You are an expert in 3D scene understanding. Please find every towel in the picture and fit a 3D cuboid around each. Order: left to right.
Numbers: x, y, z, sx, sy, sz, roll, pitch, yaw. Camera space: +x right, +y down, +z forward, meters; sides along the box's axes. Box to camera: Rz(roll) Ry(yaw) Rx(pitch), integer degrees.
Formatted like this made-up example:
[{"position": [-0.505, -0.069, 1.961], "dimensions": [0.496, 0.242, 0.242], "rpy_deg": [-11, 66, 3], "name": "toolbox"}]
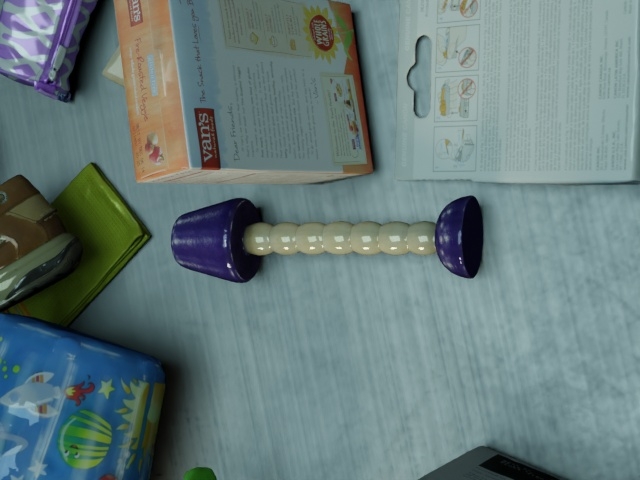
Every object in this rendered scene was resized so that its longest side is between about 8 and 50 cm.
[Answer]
[{"position": [-0.274, 0.039, 1.281], "dimensions": [0.237, 0.021, 0.102], "rpy_deg": [-45, 75, 15], "name": "towel"}]

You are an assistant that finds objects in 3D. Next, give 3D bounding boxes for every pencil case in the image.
[{"position": [-0.249, -0.238, 1.239], "dimensions": [0.088, 0.086, 0.206], "rpy_deg": [29, 103, 55], "name": "pencil case"}]

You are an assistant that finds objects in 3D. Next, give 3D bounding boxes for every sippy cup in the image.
[{"position": [-0.247, 0.190, 1.171], "dimensions": [0.305, 0.240, 0.224], "rpy_deg": [19, 85, -8], "name": "sippy cup"}]

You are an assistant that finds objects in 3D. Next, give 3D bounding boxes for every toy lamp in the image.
[{"position": [0.000, 0.000, 1.140], "dimensions": [0.274, 0.080, 0.080], "rpy_deg": [0, 89, 23], "name": "toy lamp"}]

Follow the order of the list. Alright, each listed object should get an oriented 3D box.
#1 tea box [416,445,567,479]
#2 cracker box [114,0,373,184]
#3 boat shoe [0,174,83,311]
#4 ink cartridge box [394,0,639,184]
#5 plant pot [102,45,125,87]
[{"position": [0.189, 0.373, 0.979], "dimensions": [0.329, 0.220, 0.324], "rpy_deg": [20, 98, 21], "name": "tea box"}, {"position": [-0.058, -0.127, 1.080], "dimensions": [0.067, 0.232, 0.156], "rpy_deg": [-11, 84, 38], "name": "cracker box"}, {"position": [-0.383, 0.047, 1.202], "dimensions": [0.324, 0.122, 0.120], "rpy_deg": [-29, 93, -12], "name": "boat shoe"}, {"position": [0.174, -0.141, 1.099], "dimensions": [0.232, 0.066, 0.189], "rpy_deg": [2, 90, 43], "name": "ink cartridge box"}, {"position": [-0.113, -0.167, 1.180], "dimensions": [0.096, 0.109, 0.109], "rpy_deg": [35, 102, 6], "name": "plant pot"}]
